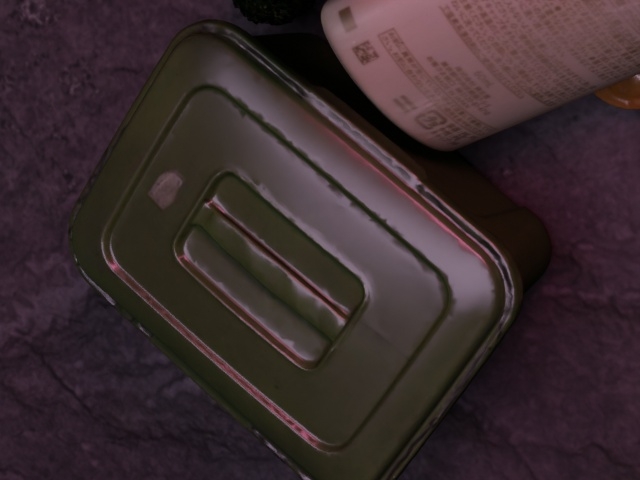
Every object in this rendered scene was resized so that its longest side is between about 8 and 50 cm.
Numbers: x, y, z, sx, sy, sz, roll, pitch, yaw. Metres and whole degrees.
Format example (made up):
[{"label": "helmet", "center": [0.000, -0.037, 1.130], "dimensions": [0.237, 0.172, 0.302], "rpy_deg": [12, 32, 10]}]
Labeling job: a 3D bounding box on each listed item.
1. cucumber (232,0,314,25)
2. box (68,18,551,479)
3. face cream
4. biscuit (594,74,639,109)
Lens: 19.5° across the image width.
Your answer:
[{"label": "cucumber", "center": [-0.020, -0.203, 1.310], "dimensions": [0.096, 0.359, 0.096], "rpy_deg": [0, 91, -3]}, {"label": "box", "center": [0.000, 0.000, 1.420], "dimensions": [0.328, 0.178, 0.253], "rpy_deg": [41, 119, 11]}, {"label": "face cream", "center": [0.185, -0.172, 1.258], "dimensions": [0.348, 0.173, 0.081], "rpy_deg": [-23, 47, 31]}, {"label": "biscuit", "center": [0.245, -0.161, 1.329], "dimensions": [0.236, 0.040, 0.144], "rpy_deg": [15, 104, 22]}]
